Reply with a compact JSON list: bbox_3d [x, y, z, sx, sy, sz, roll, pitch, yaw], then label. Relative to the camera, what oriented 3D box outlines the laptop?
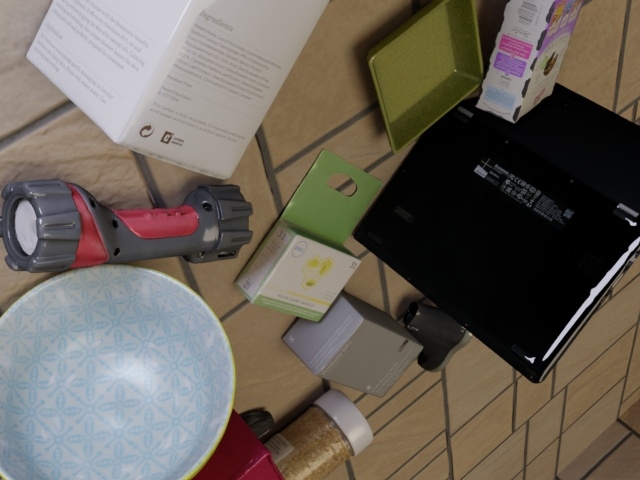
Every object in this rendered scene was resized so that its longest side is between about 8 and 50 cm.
[{"bbox_3d":[0.341,-0.043,1.297,0.408,0.382,0.236,-55,143,7],"label":"laptop"}]

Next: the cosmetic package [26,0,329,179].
[{"bbox_3d":[-0.099,-0.269,0.794,0.155,0.197,0.366,17,110,-52],"label":"cosmetic package"}]

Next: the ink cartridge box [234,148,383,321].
[{"bbox_3d":[0.000,0.000,1.258,0.235,0.056,0.171,-54,143,10],"label":"ink cartridge box"}]

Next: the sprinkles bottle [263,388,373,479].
[{"bbox_3d":[-0.076,0.409,1.484,0.355,0.121,0.121,-36,142,-18],"label":"sprinkles bottle"}]

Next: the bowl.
[{"bbox_3d":[-0.243,0.189,1.005,0.289,0.289,0.156,-34,159,-21],"label":"bowl"}]

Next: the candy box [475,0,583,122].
[{"bbox_3d":[0.318,-0.296,1.278,0.165,0.070,0.196,-37,146,-48],"label":"candy box"}]

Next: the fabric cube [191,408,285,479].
[{"bbox_3d":[-0.206,0.335,1.164,0.254,0.258,0.259,-37,142,-15],"label":"fabric cube"}]

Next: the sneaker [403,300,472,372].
[{"bbox_3d":[0.201,0.175,1.619,0.222,0.118,0.083,116,-8,-58],"label":"sneaker"}]

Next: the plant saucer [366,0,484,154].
[{"bbox_3d":[0.140,-0.245,1.193,0.188,0.045,0.188,-40,143,-13],"label":"plant saucer"}]

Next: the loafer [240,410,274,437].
[{"bbox_3d":[-0.140,0.335,1.400,0.170,0.061,0.062,-23,135,-33],"label":"loafer"}]

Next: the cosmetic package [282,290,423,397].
[{"bbox_3d":[0.059,0.172,1.432,0.127,0.107,0.238,-52,147,8],"label":"cosmetic package"}]

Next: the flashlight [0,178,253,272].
[{"bbox_3d":[-0.210,-0.025,0.984,0.304,0.103,0.103,-8,154,-47],"label":"flashlight"}]
